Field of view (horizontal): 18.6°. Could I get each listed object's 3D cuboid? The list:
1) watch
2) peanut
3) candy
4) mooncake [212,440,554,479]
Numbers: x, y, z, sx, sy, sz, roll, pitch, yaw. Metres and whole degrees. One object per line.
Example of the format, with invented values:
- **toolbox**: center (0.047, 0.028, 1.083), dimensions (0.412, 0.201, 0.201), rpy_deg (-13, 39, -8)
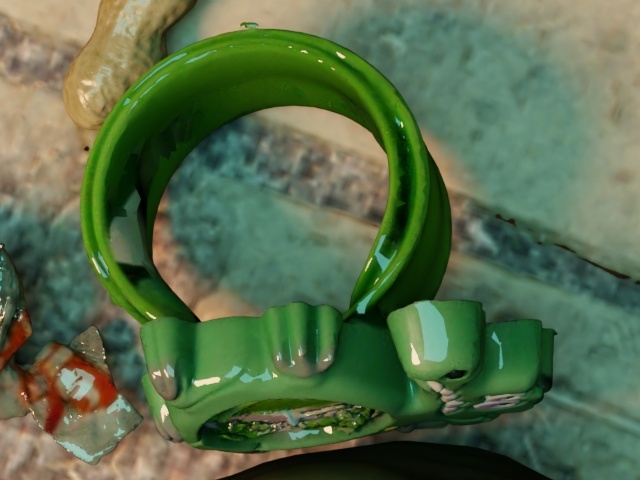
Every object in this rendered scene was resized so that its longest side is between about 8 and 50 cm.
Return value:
- **watch**: center (0.000, 0.000, 0.746), dimensions (0.165, 0.131, 0.152), rpy_deg (-11, 71, 11)
- **peanut**: center (-0.076, -0.082, 0.783), dimensions (0.037, 0.037, 0.083), rpy_deg (29, 96, 6)
- **candy**: center (-0.208, 0.021, 0.789), dimensions (0.292, 0.059, 0.086), rpy_deg (16, 92, 7)
- **mooncake**: center (0.018, 0.249, 0.696), dimensions (0.356, 0.194, 0.356), rpy_deg (0, 92, 7)
